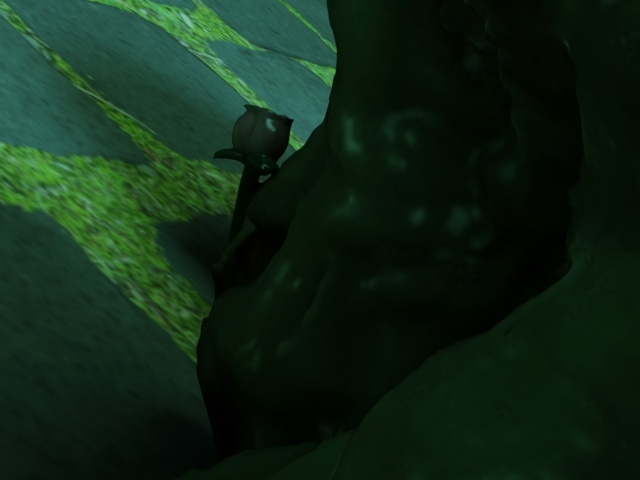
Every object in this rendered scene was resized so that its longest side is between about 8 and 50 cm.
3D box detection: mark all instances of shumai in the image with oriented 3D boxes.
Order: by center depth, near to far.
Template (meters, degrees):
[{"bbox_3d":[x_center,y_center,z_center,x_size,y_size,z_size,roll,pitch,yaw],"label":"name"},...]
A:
[{"bbox_3d":[0.086,0.016,0.507,0.397,0.323,0.324,54,21,8],"label":"shumai"}]

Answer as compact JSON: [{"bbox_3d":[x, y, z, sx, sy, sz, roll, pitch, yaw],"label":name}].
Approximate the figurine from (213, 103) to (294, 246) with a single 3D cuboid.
[{"bbox_3d":[-0.001,-0.005,0.808,0.145,0.114,0.178,26,7,-15],"label":"figurine"}]
